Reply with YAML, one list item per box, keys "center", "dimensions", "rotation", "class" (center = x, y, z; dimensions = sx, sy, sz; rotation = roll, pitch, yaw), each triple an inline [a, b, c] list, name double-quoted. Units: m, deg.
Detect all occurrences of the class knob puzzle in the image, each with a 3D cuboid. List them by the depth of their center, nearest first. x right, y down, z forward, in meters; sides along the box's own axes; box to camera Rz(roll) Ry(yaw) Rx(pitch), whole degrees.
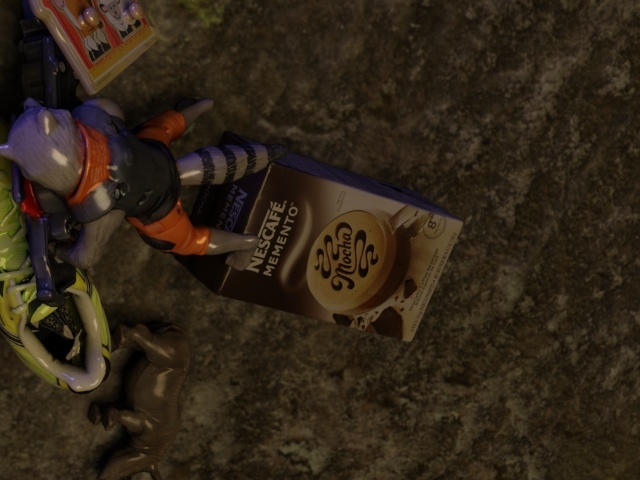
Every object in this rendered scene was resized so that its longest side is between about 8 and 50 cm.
- center: [-0.234, -0.261, 1.605]
  dimensions: [0.030, 0.213, 0.213]
  rotation: [-22, 132, 26]
  class: "knob puzzle"

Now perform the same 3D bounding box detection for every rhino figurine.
- center: [-0.211, 0.202, 1.899]
  dimensions: [0.106, 0.073, 0.243]
  rotation: [0, 112, -29]
  class: "rhino figurine"

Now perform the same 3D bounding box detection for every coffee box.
- center: [0.000, 0.000, 1.912]
  dimensions: [0.297, 0.119, 0.168]
  rotation: [15, 103, -36]
  class: "coffee box"

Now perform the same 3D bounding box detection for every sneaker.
- center: [-0.318, 0.001, 1.696]
  dimensions: [0.145, 0.147, 0.385]
  rotation: [-38, 125, -11]
  class: "sneaker"

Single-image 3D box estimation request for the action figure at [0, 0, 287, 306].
- center: [-0.199, -0.112, 1.653]
  dimensions: [0.330, 0.178, 0.341]
  rotation: [-1, 81, -58]
  class: "action figure"
